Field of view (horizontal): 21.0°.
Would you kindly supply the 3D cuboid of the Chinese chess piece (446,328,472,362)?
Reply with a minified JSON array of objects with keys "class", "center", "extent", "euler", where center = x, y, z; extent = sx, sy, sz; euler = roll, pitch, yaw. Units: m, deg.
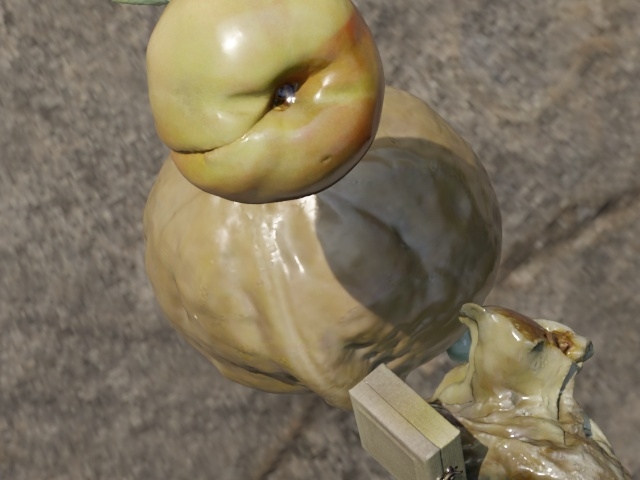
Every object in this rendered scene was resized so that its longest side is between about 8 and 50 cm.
[{"class":"Chinese chess piece","center":[0.159,0.099,1.986],"extent":[0.034,0.084,0.084],"euler":[-13,124,15]}]

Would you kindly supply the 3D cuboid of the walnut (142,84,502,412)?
[{"class":"walnut","center":[0.000,0.000,1.736],"extent":[0.381,0.381,0.381],"euler":[-10,119,-18]}]

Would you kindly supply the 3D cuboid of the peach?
[{"class":"peach","center":[-0.040,-0.116,1.228],"extent":[0.184,0.184,0.184],"euler":[-10,119,-18]}]

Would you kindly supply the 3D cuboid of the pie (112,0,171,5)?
[{"class":"pie","center":[-0.187,-0.365,1.604],"extent":[0.067,0.302,0.302],"euler":[-14,126,-50]}]

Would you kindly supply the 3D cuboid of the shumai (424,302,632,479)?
[{"class":"shumai","center":[0.149,0.130,1.273],"extent":[0.161,0.209,0.153],"euler":[15,81,-28]}]

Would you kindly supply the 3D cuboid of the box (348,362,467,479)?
[{"class":"box","center":[0.062,0.137,1.176],"extent":[0.035,0.083,0.079],"euler":[-38,147,-18]}]
